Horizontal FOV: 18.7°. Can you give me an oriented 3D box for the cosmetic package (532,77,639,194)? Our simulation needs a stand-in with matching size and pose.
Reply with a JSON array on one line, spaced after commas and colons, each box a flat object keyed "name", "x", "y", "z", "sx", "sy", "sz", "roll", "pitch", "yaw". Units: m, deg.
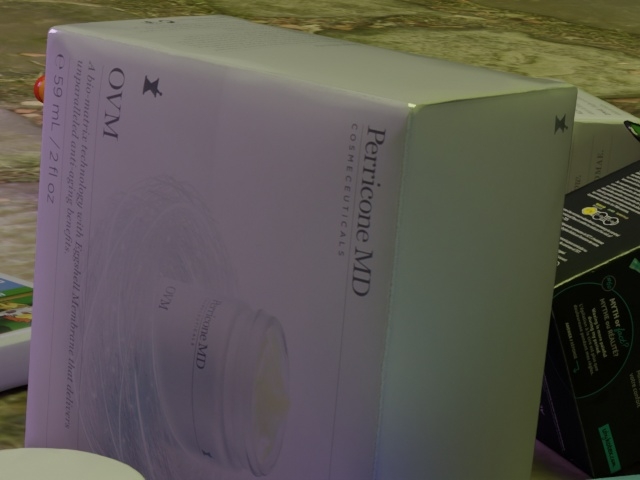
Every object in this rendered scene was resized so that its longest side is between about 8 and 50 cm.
[{"name": "cosmetic package", "x": 0.099, "y": -0.027, "z": 1.312, "sx": 0.183, "sy": 0.151, "sz": 0.151, "roll": 0, "pitch": 15, "yaw": -16}]

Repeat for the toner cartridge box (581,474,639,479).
[{"name": "toner cartridge box", "x": 0.096, "y": 0.148, "z": 0.734, "sx": 0.347, "sy": 0.075, "sz": 0.165, "roll": -2, "pitch": 7, "yaw": -26}]

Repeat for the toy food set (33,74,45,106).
[{"name": "toy food set", "x": -0.109, "y": -0.087, "z": 1.558, "sx": 0.232, "sy": 0.111, "sz": 0.104, "roll": -6, "pitch": 18, "yaw": -28}]

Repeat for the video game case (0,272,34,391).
[{"name": "video game case", "x": -0.330, "y": 0.048, "z": 1.108, "sx": 0.300, "sy": 0.036, "sz": 0.329, "roll": 15, "pitch": 16, "yaw": 36}]

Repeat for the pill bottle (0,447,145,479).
[{"name": "pill bottle", "x": -0.090, "y": 0.140, "z": 0.609, "sx": 0.078, "sy": 0.137, "sz": 0.078, "roll": 5, "pitch": 14, "yaw": -1}]

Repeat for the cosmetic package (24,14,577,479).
[{"name": "cosmetic package", "x": -0.015, "y": 0.020, "z": 0.934, "sx": 0.224, "sy": 0.224, "sz": 0.138, "roll": 15, "pitch": 17, "yaw": 35}]

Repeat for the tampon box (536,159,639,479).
[{"name": "tampon box", "x": 0.180, "y": 0.033, "z": 1.064, "sx": 0.161, "sy": 0.120, "sz": 0.101, "roll": -23, "pitch": 23, "yaw": -16}]

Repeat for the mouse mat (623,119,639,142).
[{"name": "mouse mat", "x": 0.265, "y": -0.007, "z": 1.192, "sx": 0.190, "sy": 0.007, "sz": 0.152, "roll": 45, "pitch": 13, "yaw": 13}]
